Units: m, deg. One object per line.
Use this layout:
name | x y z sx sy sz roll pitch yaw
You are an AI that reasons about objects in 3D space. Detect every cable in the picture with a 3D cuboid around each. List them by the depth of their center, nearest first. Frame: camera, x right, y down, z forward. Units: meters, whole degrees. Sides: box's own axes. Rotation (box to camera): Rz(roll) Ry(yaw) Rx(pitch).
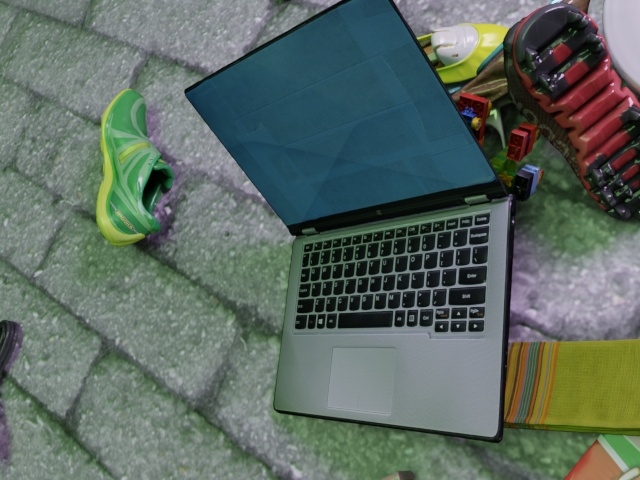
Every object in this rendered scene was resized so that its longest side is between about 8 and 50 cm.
cable | -0.612 0.296 1.269 0.139 0.072 0.287 -22 51 42

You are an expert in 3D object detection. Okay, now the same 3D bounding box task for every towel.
towel | 0.276 0.152 0.732 0.237 0.021 0.102 -12 54 47

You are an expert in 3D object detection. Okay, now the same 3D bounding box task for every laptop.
laptop | 0.000 0.000 0.807 0.381 0.236 0.408 -10 69 50

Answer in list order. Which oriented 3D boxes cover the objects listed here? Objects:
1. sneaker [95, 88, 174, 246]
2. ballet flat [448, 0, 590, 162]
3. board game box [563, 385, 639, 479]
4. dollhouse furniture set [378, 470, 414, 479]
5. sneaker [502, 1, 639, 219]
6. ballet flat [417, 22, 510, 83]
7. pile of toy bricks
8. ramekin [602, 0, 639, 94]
sneaker | -0.314 -0.128 1.196 0.123 0.109 0.296 -7 67 5
ballet flat | 0.218 -0.169 0.881 0.342 0.116 0.124 -35 80 17
board game box | 0.362 0.288 0.664 0.242 0.064 0.317 39 96 34
dollhouse furniture set | -0.007 0.348 0.689 0.303 0.355 0.174 -33 61 20
sneaker | 0.290 -0.143 0.769 0.097 0.276 0.135 -38 20 7
ballet flat | 0.151 -0.257 0.958 0.230 0.077 0.077 -9 70 28
pile of toy bricks | 0.209 -0.076 0.819 0.118 0.212 0.105 26 44 30
ramekin | 0.455 -0.239 0.741 0.272 0.127 0.273 -10 70 29
